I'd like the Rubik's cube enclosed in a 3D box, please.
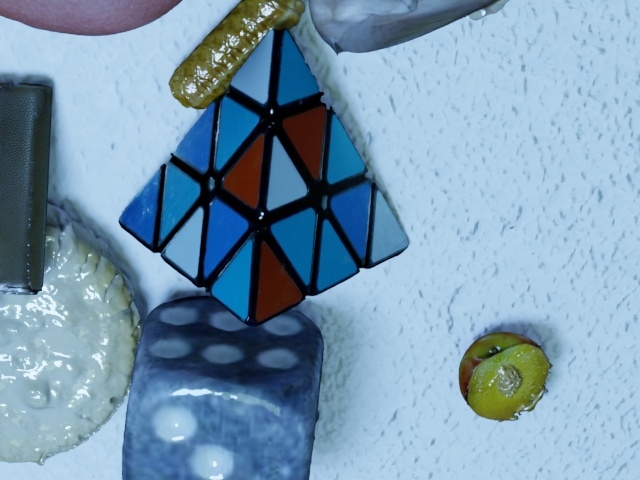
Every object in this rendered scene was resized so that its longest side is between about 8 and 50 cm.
[{"bbox_3d":[0.000,0.000,1.721,0.234,0.250,0.284,17,126,-34],"label":"Rubik's cube"}]

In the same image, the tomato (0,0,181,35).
[{"bbox_3d":[-0.217,-0.321,1.516,0.341,0.273,0.341,1,116,3],"label":"tomato"}]

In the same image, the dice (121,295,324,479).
[{"bbox_3d":[-0.093,0.168,1.801,0.182,0.181,0.183,7,119,-1],"label":"dice"}]

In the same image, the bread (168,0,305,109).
[{"bbox_3d":[-0.078,-0.180,1.705,0.052,0.044,0.157,38,114,-22],"label":"bread"}]

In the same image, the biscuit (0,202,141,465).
[{"bbox_3d":[-0.265,0.093,1.822,0.179,0.084,0.281,6,110,-6],"label":"biscuit"}]

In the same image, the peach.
[{"bbox_3d":[0.179,0.129,1.834,0.098,0.061,0.098,-11,127,-14],"label":"peach"}]

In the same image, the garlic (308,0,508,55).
[{"bbox_3d":[0.110,-0.240,1.564,0.237,0.292,0.210,25,115,36],"label":"garlic"}]

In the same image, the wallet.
[{"bbox_3d":[-0.309,-0.049,1.738,0.110,0.031,0.198,2,84,4],"label":"wallet"}]
